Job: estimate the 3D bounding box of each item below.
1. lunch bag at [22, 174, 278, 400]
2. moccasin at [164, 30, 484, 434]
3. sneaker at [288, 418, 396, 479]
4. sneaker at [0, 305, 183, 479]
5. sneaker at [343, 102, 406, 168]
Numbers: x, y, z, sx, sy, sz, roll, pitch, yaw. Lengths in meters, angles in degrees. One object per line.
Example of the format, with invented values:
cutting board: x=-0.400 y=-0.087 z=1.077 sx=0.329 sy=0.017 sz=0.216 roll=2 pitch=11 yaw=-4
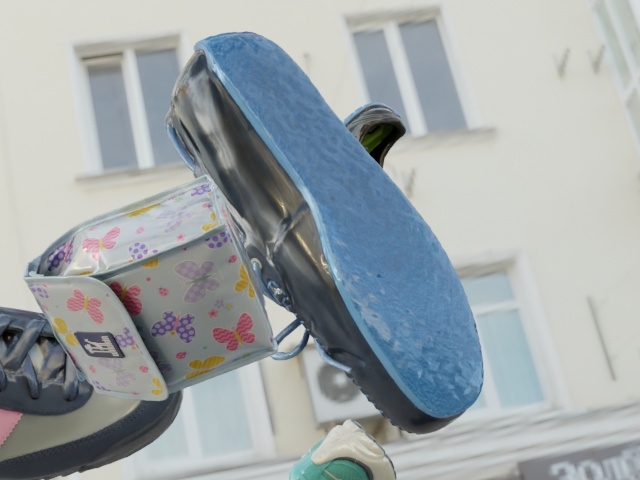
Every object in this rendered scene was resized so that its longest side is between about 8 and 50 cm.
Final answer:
lunch bag: x=-0.068 y=0.025 z=0.543 sx=0.083 sy=0.053 sz=0.071 roll=-19 pitch=-56 yaw=2
moccasin: x=0.000 y=0.000 z=1.013 sx=0.138 sy=0.342 sz=0.117 roll=-9 pitch=-28 yaw=-44
sneaker: x=0.021 y=0.298 z=1.477 sx=0.110 sy=0.107 sz=0.275 roll=-31 pitch=-40 yaw=-16
sneaker: x=-0.237 y=0.079 z=0.831 sx=0.319 sy=0.112 sz=0.131 roll=-1 pitch=-35 yaw=-15
sneaker: x=0.027 y=-0.092 z=1.626 sx=0.188 sy=0.078 sz=0.067 roll=-44 pitch=-57 yaw=-8
